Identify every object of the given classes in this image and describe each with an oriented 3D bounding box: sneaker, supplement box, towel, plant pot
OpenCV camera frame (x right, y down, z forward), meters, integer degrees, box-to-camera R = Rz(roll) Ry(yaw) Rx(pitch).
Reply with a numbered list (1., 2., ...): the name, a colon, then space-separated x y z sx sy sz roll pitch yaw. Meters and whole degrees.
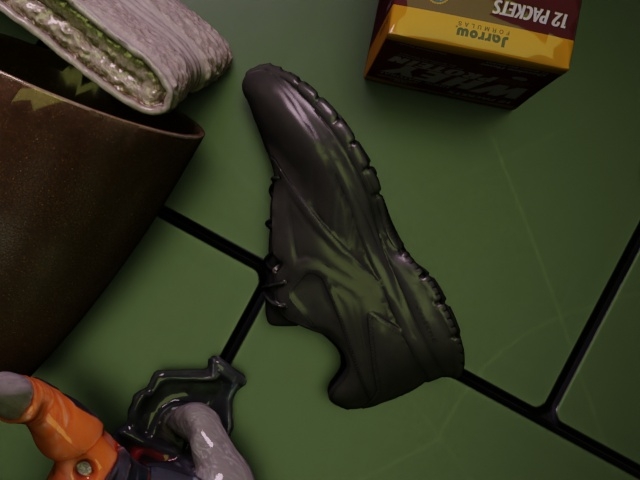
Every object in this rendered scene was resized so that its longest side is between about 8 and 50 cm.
1. sneaker: 0.000 0.000 1.011 0.130 0.109 0.286 -28 87 2
2. supplement box: 0.120 -0.216 0.984 0.129 0.191 0.194 11 87 -3
3. towel: -0.195 -0.202 0.971 0.282 0.187 0.049 38 110 -2
4. plant pot: -0.228 -0.015 0.960 0.215 0.215 0.230 24 100 -2

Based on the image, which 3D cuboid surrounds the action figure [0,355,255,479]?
1. action figure: -0.165 0.241 0.934 0.330 0.178 0.341 18 90 -28
